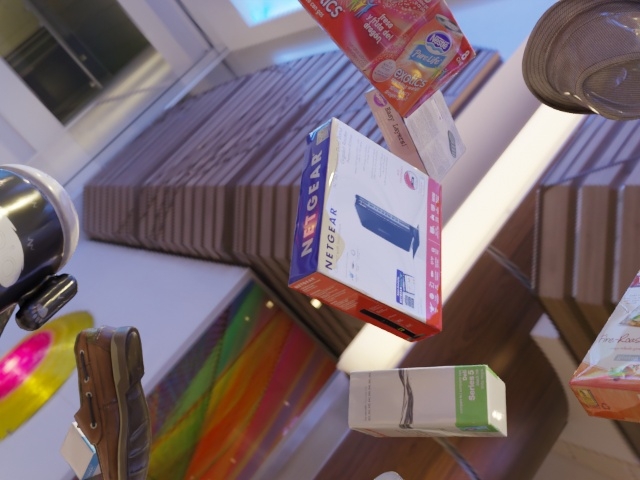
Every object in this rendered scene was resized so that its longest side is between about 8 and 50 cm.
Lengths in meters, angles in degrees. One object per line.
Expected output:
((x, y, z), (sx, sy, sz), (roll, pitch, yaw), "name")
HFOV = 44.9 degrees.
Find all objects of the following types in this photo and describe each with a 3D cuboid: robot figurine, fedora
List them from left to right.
((-0.428, 0.009, 0.970), (0.173, 0.278, 0.209), (-5, -70, 20), "robot figurine")
((0.485, -0.283, 1.273), (0.275, 0.124, 0.243), (5, -48, -14), "fedora")

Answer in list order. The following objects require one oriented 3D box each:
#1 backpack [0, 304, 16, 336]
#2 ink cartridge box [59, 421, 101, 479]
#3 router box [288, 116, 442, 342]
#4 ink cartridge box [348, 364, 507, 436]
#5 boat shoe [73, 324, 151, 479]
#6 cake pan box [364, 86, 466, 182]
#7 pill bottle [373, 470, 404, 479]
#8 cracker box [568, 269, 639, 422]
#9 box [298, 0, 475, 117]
((-0.759, 0.127, 1.595), (0.290, 0.273, 0.355), (95, -14, -46), "backpack")
((-0.471, 0.440, 1.685), (0.092, 0.143, 0.090), (42, -64, 28), "ink cartridge box")
((0.096, -0.016, 1.444), (0.301, 0.335, 0.082), (27, -37, -31), "router box")
((0.212, 0.321, 1.523), (0.273, 0.114, 0.198), (-6, -21, 21), "ink cartridge box")
((-0.359, 0.297, 1.324), (0.104, 0.307, 0.111), (-2, -1, 8), "boat shoe")
((0.218, -0.266, 1.740), (0.070, 0.246, 0.267), (-17, -71, 33), "cake pan box")
((0.173, 0.528, 1.426), (0.208, 0.117, 0.117), (49, -23, -14), "pill bottle")
((0.449, 0.131, 1.006), (0.156, 0.232, 0.067), (-9, -58, 55), "cracker box")
((0.068, -0.341, 1.126), (0.300, 0.142, 0.154), (55, 12, 33), "box")
